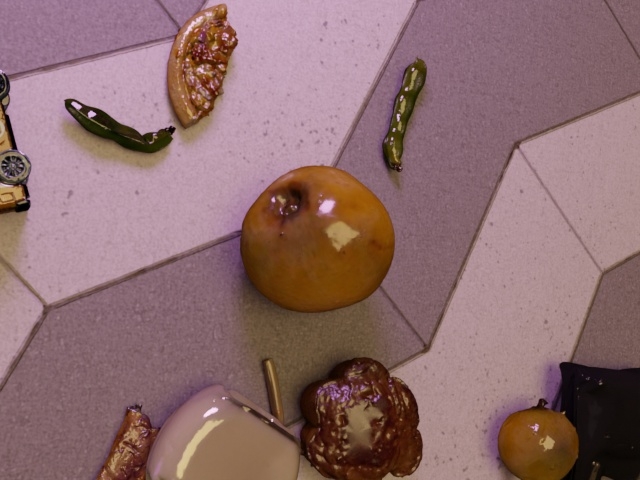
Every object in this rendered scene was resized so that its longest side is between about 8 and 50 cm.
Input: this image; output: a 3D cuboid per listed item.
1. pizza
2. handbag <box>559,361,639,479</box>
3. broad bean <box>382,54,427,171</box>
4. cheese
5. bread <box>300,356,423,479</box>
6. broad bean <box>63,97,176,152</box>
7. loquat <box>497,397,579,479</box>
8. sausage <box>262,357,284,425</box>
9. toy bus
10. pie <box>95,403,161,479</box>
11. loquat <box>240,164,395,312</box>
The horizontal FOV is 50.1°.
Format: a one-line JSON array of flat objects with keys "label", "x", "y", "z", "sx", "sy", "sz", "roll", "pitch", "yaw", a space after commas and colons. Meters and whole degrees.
[{"label": "pizza", "x": -0.215, "y": -0.326, "z": 1.250, "sx": 0.127, "sy": 0.058, "sz": 0.246, "roll": 31, "pitch": 76, "yaw": -21}, {"label": "handbag", "x": 0.678, "y": 0.434, "z": 1.582, "sx": 0.342, "sy": 0.152, "sz": 0.288, "roll": 9, "pitch": 92, "yaw": -25}, {"label": "broad bean", "x": 0.175, "y": -0.267, "z": 1.438, "sx": 0.052, "sy": 0.052, "sz": 0.256, "roll": 34, "pitch": 69, "yaw": -60}, {"label": "cheese", "x": -0.163, "y": 0.386, "z": 1.181, "sx": 0.266, "sy": 0.127, "sz": 0.233, "roll": 37, "pitch": 71, "yaw": -22}, {"label": "bread", "x": 0.065, "y": 0.348, "z": 1.291, "sx": 0.232, "sy": 0.135, "sz": 0.247, "roll": -20, "pitch": 95, "yaw": -25}, {"label": "broad bean", "x": -0.346, "y": -0.191, "z": 1.183, "sx": 0.195, "sy": 0.046, "sz": 0.061, "roll": 11, "pitch": 70, "yaw": -29}, {"label": "loquat", "x": 0.464, "y": 0.446, "z": 1.471, "sx": 0.172, "sy": 0.149, "sz": 0.205, "roll": 14, "pitch": 92, "yaw": -29}, {"label": "sausage", "x": -0.087, "y": 0.288, "z": 1.285, "sx": 0.024, "sy": 0.024, "sz": 0.133, "roll": -11, "pitch": 90, "yaw": -26}, {"label": "toy bus", "x": -0.547, "y": -0.169, "z": 1.037, "sx": 0.167, "sy": 0.138, "sz": 0.276, "roll": -14, "pitch": 94, "yaw": -24}, {"label": "pie", "x": -0.323, "y": 0.366, "z": 1.159, "sx": 0.092, "sy": 0.034, "sz": 0.170, "roll": 28, "pitch": 71, "yaw": -25}, {"label": "loquat", "x": 0.000, "y": 0.000, "z": 1.231, "sx": 0.274, "sy": 0.275, "sz": 0.275, "roll": 2, "pitch": 85, "yaw": -26}]
